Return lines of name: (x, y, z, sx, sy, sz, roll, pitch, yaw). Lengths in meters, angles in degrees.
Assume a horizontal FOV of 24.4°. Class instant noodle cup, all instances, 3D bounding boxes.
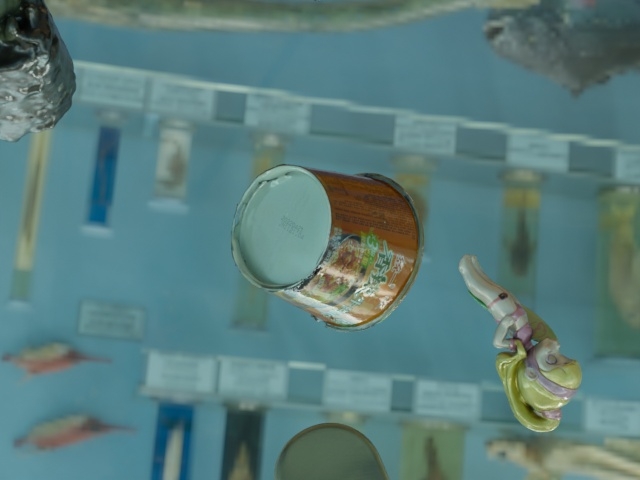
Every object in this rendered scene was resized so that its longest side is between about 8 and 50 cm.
instant noodle cup: (0.000, 0.000, 2.028, 0.230, 0.230, 0.182, -6, 165, 35)

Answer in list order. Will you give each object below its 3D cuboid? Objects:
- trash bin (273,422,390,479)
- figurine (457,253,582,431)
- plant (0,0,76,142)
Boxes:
trash bin: (0.035, 0.337, 1.687, 0.121, 0.243, 0.247, -22, 167, -4)
figurine: (0.190, 0.098, 1.459, 0.083, 0.187, 0.083, -34, 170, -6)
plant: (-0.289, -0.170, 1.250, 0.132, 0.129, 0.194, -27, 152, -1)
